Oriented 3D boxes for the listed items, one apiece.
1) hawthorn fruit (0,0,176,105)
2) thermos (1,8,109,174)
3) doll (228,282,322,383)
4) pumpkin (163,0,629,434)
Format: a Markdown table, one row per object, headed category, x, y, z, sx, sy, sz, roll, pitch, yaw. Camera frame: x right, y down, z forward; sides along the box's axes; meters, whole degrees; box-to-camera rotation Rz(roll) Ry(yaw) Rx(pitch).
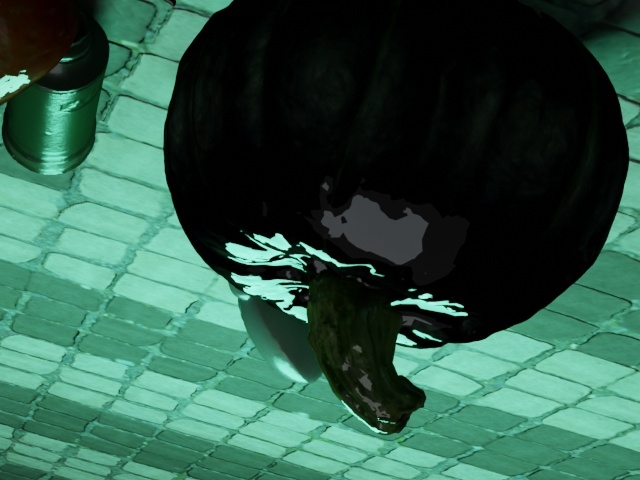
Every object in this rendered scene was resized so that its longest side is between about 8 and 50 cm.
| category | x | y | z | sx | sy | sz | roll | pitch | yaw |
| --- | --- | --- | --- | --- | --- | --- | --- | --- | --- |
| hawthorn fruit | -0.209 | -0.159 | 1.054 | 0.204 | 0.162 | 0.162 | -14 | 150 | 18 |
| thermos | -0.195 | -0.121 | 1.238 | 0.073 | 0.083 | 0.187 | -5 | 161 | -15 |
| doll | -0.010 | 0.013 | 1.336 | 0.258 | 0.153 | 0.195 | 15 | 131 | -17 |
| pumpkin | 0.032 | -0.025 | 1.062 | 0.296 | 0.295 | 0.296 | 11 | 159 | 4 |
